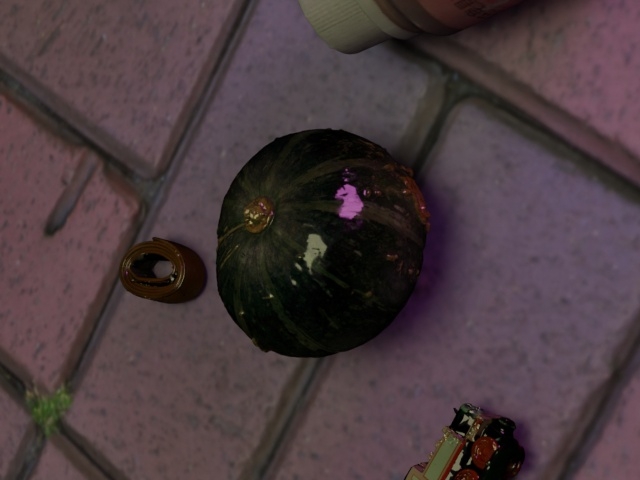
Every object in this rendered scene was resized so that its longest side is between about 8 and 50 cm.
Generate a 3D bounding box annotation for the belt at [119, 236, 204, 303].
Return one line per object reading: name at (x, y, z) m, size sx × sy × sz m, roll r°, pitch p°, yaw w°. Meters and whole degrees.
belt at (-0.145, 0.028, 1.466) m, size 0.083 × 0.036 × 0.059 m, roll 5°, pitch 83°, yaw 38°

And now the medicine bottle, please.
medicine bottle at (0.102, -0.236, 1.230) m, size 0.247 × 0.147 × 0.147 m, roll -23°, pitch 72°, yaw 34°

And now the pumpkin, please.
pumpkin at (-0.001, 0.001, 1.284) m, size 0.190 × 0.146 × 0.190 m, roll -5°, pitch 83°, yaw 40°

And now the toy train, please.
toy train at (0.082, 0.240, 1.260) m, size 0.085 × 0.053 × 0.249 m, roll 40°, pitch 110°, yaw 39°
